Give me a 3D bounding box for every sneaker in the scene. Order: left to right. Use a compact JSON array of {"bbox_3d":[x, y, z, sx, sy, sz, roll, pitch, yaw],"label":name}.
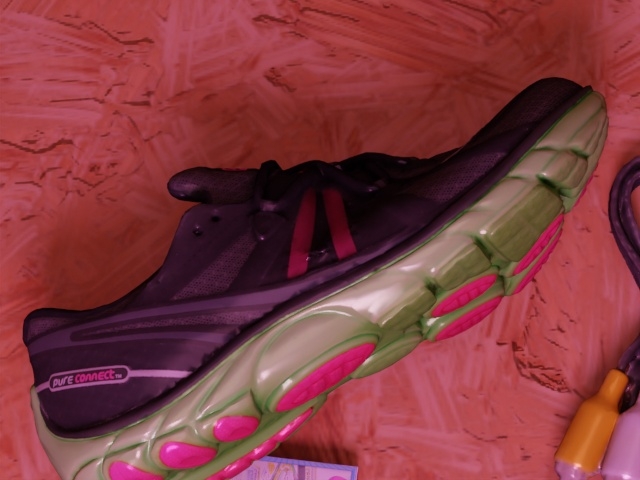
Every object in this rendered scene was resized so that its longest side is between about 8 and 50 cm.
[{"bbox_3d":[0.000,0.000,1.268,0.483,0.185,0.202,-30,70,-13],"label":"sneaker"}]

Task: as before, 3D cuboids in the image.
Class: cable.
[{"bbox_3d":[0.255,0.074,1.295,0.139,0.072,0.287,8,77,13],"label":"cable"}]

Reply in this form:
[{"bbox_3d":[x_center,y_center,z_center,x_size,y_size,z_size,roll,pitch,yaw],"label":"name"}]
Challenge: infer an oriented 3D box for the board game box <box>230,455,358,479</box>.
[{"bbox_3d":[-0.032,0.235,1.289,0.103,0.026,0.154,7,76,3],"label":"board game box"}]
